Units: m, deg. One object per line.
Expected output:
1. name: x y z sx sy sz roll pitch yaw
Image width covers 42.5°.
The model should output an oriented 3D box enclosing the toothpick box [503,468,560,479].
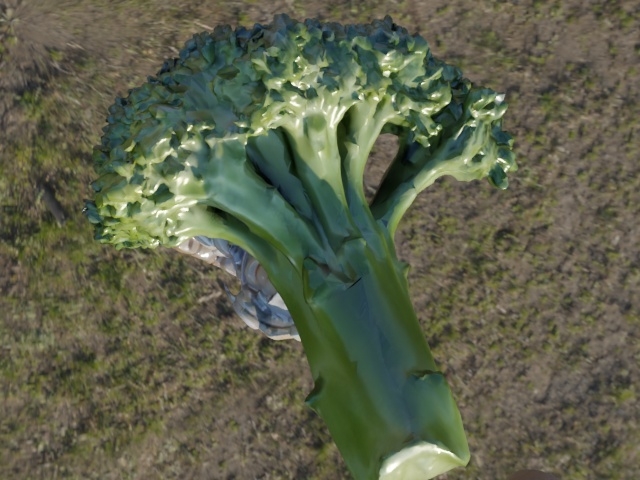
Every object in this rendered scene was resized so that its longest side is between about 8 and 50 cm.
1. toothpick box: 0.180 0.295 0.787 0.149 0.098 0.098 -20 114 -48

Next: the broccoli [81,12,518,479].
1. broccoli: -0.034 -0.004 0.691 0.353 0.275 0.396 5 77 19

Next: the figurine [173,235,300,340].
1. figurine: -0.047 0.016 0.902 0.162 0.237 0.141 -56 152 -5
